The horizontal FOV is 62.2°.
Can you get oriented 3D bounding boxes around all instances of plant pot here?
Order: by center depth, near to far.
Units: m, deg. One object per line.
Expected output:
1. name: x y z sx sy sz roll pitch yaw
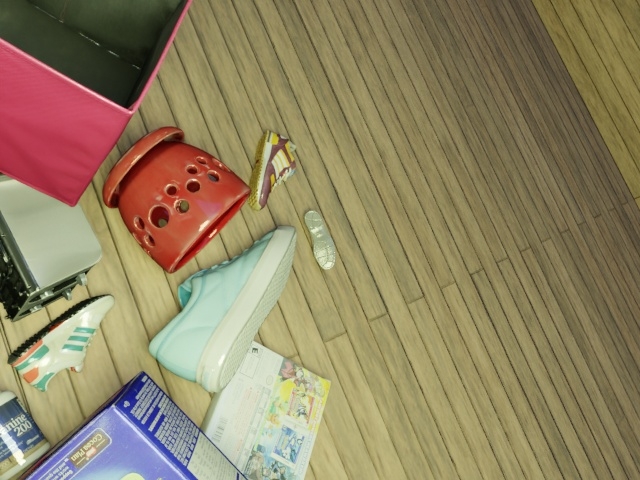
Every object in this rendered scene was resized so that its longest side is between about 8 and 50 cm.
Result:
1. plant pot: -0.235 -0.069 0.848 0.174 0.191 0.191 42 51 -5

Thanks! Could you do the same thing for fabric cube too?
1. fabric cube: -0.316 -0.237 0.589 0.259 0.258 0.254 28 59 -26

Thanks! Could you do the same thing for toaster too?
1. toaster: -0.395 0.000 0.715 0.110 0.168 0.186 -27 87 -43

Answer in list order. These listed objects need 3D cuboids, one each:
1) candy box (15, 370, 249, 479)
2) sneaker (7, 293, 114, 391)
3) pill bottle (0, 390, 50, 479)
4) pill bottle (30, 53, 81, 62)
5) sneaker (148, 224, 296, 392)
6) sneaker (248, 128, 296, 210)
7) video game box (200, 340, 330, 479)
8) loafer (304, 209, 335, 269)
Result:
1. candy box: -0.209 0.364 0.618 0.268 0.122 0.317 -41 96 3
2. sneaker: -0.353 0.145 0.758 0.161 0.057 0.075 -44 114 -41
3. pill bottle: -0.402 0.233 0.665 0.067 0.067 0.120 -35 92 -40
4. pill bottle: -0.471 -0.214 0.747 0.318 0.176 0.177 -13 77 -39
5. sneaker: -0.152 0.073 0.884 0.150 0.135 0.366 20 37 8
6. sneaker: -0.089 -0.135 1.057 0.083 0.069 0.186 19 60 -22
7. video game box: -0.091 0.291 0.876 0.187 0.048 0.205 32 54 -17
8. loafer: 0.000 0.000 1.080 0.045 0.039 0.125 -18 82 -5
